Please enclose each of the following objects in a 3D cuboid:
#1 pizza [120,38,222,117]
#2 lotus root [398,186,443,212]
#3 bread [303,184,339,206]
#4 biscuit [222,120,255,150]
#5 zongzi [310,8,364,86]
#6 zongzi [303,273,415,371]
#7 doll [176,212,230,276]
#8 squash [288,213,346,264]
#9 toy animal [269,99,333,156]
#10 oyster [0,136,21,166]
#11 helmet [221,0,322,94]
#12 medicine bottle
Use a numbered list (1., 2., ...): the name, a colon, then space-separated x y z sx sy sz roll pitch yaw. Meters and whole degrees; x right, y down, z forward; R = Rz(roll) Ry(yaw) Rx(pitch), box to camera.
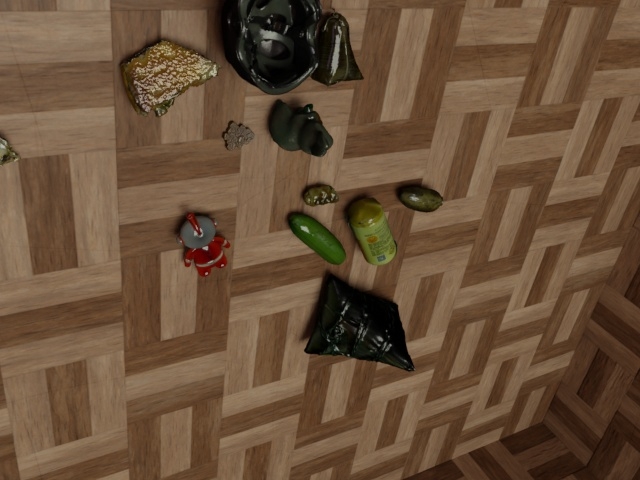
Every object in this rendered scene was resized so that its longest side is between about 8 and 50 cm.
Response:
1. pizza: -0.359 -0.392 1.550 0.226 0.069 0.147 -38 114 -8
2. lotus root: 0.332 -0.135 2.198 0.180 0.089 0.080 5 89 -30
3. bread: 0.000 -0.135 1.994 0.111 0.060 0.066 -10 157 -27
4. biscuit: -0.216 -0.279 1.764 0.092 0.016 0.082 -9 122 -30
5. zongzi: 0.068 -0.508 1.749 0.184 0.084 0.187 -16 127 -43
6. zongzi: 0.164 0.278 2.354 0.384 0.362 0.318 23 115 -2
7. doll: -0.333 0.006 1.863 0.142 0.076 0.245 -30 138 -13
8. squash: 0.001 0.000 2.081 0.082 0.082 0.292 -46 136 4
9. toy animal: -0.032 -0.271 1.730 0.126 0.251 0.127 -23 132 -23
10. oyster: -0.735 -0.212 1.439 0.146 0.045 0.121 -8 130 -21
11. helmet: -0.130 -0.500 1.542 0.225 0.177 0.305 -19 122 -30
12. medicine bottle: 0.165 -0.033 2.144 0.124 0.124 0.238 -34 134 -8
